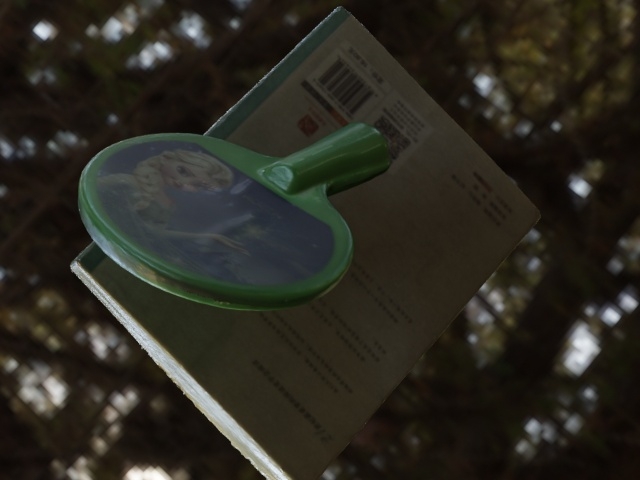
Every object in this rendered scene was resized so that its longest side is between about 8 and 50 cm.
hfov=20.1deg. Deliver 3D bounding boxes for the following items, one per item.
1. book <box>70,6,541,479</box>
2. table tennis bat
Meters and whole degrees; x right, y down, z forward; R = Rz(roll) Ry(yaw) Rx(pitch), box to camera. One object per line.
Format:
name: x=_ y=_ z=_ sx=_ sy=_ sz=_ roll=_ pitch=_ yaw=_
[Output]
book: x=0.000 y=0.000 z=1.192 sx=0.283 sy=0.215 sz=0.025 roll=-45 pitch=4 yaw=-28
table tennis bat: x=-0.035 y=-0.026 z=1.074 sx=0.257 sy=0.160 sz=0.039 roll=-27 pitch=-35 yaw=-53
